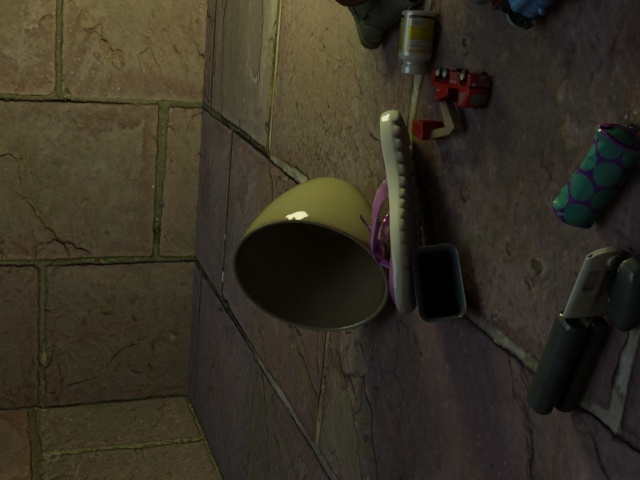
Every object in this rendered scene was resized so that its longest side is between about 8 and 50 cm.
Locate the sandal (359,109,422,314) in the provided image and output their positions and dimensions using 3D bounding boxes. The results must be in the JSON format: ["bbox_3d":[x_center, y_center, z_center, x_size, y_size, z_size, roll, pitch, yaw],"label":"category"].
[{"bbox_3d":[0.130,-0.050,1.599,0.169,0.102,0.416,52,-146,-57],"label":"sandal"}]

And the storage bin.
[{"bbox_3d":[0.218,0.082,1.504,0.091,0.098,0.135,58,-156,-75],"label":"storage bin"}]

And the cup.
[{"bbox_3d":[0.000,0.000,1.811,0.331,0.331,0.237,112,175,-46],"label":"cup"}]

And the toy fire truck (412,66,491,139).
[{"bbox_3d":[0.230,-0.237,1.493,0.192,0.047,0.135,-145,56,-64],"label":"toy fire truck"}]

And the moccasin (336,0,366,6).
[{"bbox_3d":[0.047,-0.635,1.592,0.147,0.139,0.380,-116,22,-62],"label":"moccasin"}]

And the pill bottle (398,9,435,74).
[{"bbox_3d":[0.181,-0.374,1.591,0.065,0.065,0.116,-145,57,-65],"label":"pill bottle"}]

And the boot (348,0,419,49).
[{"bbox_3d":[0.124,-0.513,1.722,0.208,0.076,0.190,128,124,-68],"label":"boot"}]

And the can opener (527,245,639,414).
[{"bbox_3d":[0.360,0.136,1.132,0.095,0.076,0.283,-119,33,-52],"label":"can opener"}]

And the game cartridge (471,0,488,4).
[{"bbox_3d":[0.273,-0.563,1.358,0.198,0.062,0.297,126,139,-64],"label":"game cartridge"}]

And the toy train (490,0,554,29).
[{"bbox_3d":[0.315,-0.382,1.220,0.184,0.080,0.105,140,120,-64],"label":"toy train"}]

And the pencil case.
[{"bbox_3d":[0.366,-0.086,1.118,0.070,0.064,0.152,54,143,31],"label":"pencil case"}]
